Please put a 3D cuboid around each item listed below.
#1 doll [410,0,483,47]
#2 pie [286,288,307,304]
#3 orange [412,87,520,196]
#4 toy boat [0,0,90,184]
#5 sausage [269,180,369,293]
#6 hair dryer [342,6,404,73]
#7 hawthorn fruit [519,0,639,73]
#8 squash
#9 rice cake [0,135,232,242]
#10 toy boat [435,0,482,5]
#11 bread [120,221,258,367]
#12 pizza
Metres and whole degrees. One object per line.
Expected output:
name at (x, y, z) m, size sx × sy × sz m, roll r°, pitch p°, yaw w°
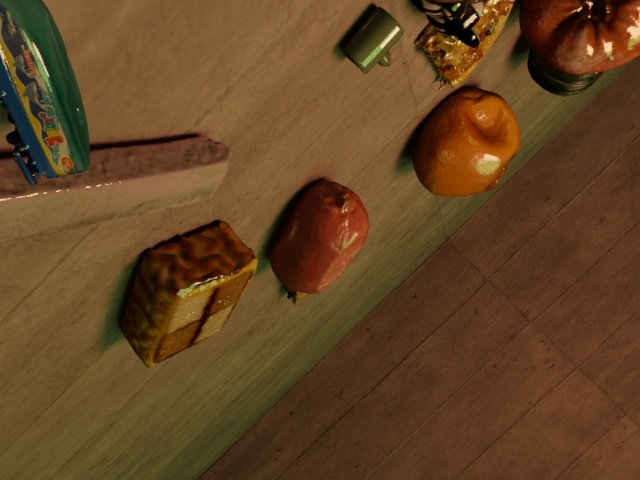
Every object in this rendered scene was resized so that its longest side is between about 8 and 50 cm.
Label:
doll at (0.156, -0.304, 0.688) m, size 0.067 × 0.091 × 0.219 m, roll -47°, pitch 164°, yaw 20°
pie at (-0.010, 0.060, 1.256) m, size 0.185 × 0.052 × 0.218 m, roll -45°, pitch 166°, yaw -14°
orange at (0.317, -0.188, 1.166) m, size 0.249 × 0.183 × 0.249 m, roll -38°, pitch 160°, yaw -16°
toy boat at (-0.222, -0.108, 0.354) m, size 0.110 × 0.091 × 0.175 m, roll -8°, pitch 148°, yaw -14°
sausage at (0.000, 0.000, 0.996) m, size 0.148 × 0.148 × 0.255 m, roll -28°, pitch 155°, yaw -40°
hair dryer at (0.078, -0.255, 0.737) m, size 0.071 × 0.047 × 0.150 m, roll -45°, pitch 174°, yaw 14°
hawthorn fruit at (0.453, -0.390, 0.914) m, size 0.234 × 0.232 × 0.263 m, roll -20°, pitch 168°, yaw 16°
squash at (0.524, -0.406, 1.124) m, size 0.218 × 0.172 × 0.218 m, roll -38°, pitch 165°, yaw -12°
rice cake at (-0.223, -0.049, 0.507) m, size 0.364 × 0.056 × 0.073 m, roll -20°, pitch 157°, yaw -52°
toy boat at (0.205, -0.324, 0.584) m, size 0.321 × 0.121 × 0.089 m, roll -46°, pitch 127°, yaw -40°
bread at (-0.196, 0.084, 0.824) m, size 0.181 × 0.096 × 0.222 m, roll -22°, pitch 153°, yaw -45°
pizza at (0.232, -0.330, 0.851) m, size 0.197 × 0.058 × 0.292 m, roll -32°, pitch 160°, yaw -30°
